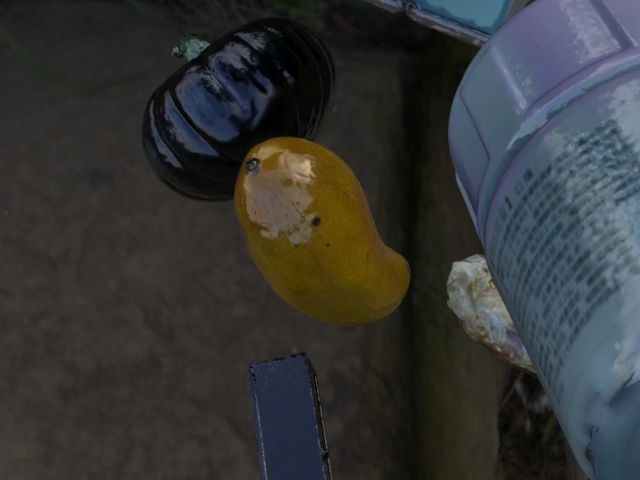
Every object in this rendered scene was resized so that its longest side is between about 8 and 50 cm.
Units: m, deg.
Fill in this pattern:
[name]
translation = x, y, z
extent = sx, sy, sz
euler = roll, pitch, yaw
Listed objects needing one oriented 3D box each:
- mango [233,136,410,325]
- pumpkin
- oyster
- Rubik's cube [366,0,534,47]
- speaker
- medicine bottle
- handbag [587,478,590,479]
[mango]
translation = 0.000, 0.000, 0.860
extent = 0.075, 0.190, 0.098
euler = 23, 71, 43
[pumpkin]
translation = -0.071, -0.117, 1.111
extent = 0.194, 0.150, 0.194
euler = -37, 25, 20
[oyster]
translation = 0.302, 0.109, 1.395
extent = 0.271, 0.275, 0.100
euler = -25, 13, 34
[Rubik's cube]
translation = 0.092, -0.312, 0.940
extent = 0.225, 0.231, 0.221
euler = 24, 31, 11
[speaker]
translation = -0.012, 0.171, 0.811
extent = 0.046, 0.040, 0.191
euler = -13, 61, 7
[medicine bottle]
translation = 0.126, -0.002, 0.443
extent = 0.135, 0.135, 0.168
euler = -17, 44, -2
[handbag]
translation = 0.353, 0.086, 0.827
extent = 0.237, 0.358, 0.160
euler = 1, 25, -30
